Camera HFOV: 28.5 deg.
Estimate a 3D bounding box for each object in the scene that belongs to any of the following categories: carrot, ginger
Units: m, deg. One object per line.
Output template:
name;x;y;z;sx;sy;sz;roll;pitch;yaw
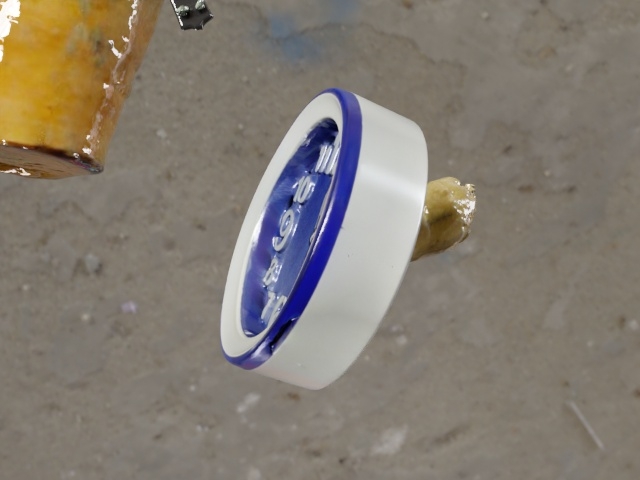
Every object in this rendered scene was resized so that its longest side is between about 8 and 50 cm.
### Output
carrot;-0.278;-0.238;1.305;0.224;0.224;0.340;18;79;-41
ginger;0.083;-0.019;1.341;0.190;0.095;0.069;-13;160;-10

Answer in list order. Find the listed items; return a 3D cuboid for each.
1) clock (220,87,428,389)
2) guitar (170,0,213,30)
clock;0.000;0.000;0.985;0.083;0.230;0.230;23;120;-15
guitar;-0.169;-0.315;1.178;0.084;0.271;0.038;-25;166;-4
